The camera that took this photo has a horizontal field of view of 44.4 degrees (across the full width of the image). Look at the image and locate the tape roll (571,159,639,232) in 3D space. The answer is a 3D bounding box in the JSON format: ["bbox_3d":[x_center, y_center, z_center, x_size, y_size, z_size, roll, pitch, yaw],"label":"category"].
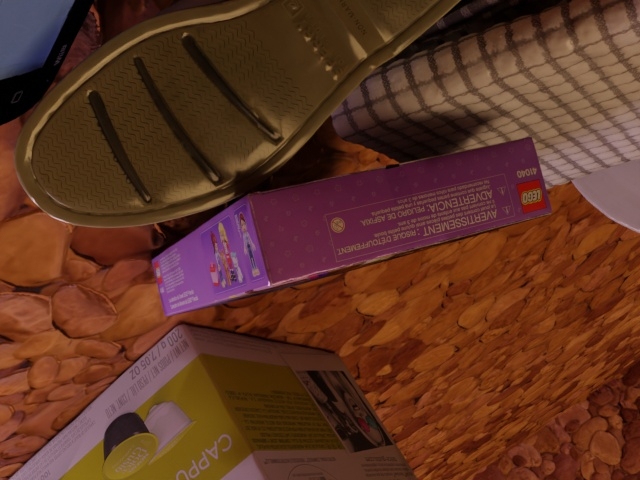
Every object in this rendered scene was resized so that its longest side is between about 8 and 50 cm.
[{"bbox_3d":[0.352,-0.130,0.691,0.286,0.286,0.100,-48,149,23],"label":"tape roll"}]

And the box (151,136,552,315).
[{"bbox_3d":[0.000,0.000,0.596,0.201,0.057,0.293,-13,177,-23],"label":"box"}]

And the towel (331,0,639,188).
[{"bbox_3d":[0.159,-0.129,0.594,0.235,0.121,0.284,-18,161,34],"label":"towel"}]

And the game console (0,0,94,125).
[{"bbox_3d":[-0.096,-0.177,0.359,0.361,0.044,0.213,-47,168,35],"label":"game console"}]

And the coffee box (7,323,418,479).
[{"bbox_3d":[-0.095,0.342,0.885,0.338,0.334,0.338,-42,150,14],"label":"coffee box"}]

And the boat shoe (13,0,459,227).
[{"bbox_3d":[-0.041,-0.113,0.476,0.302,0.103,0.113,-33,113,-5],"label":"boat shoe"}]
